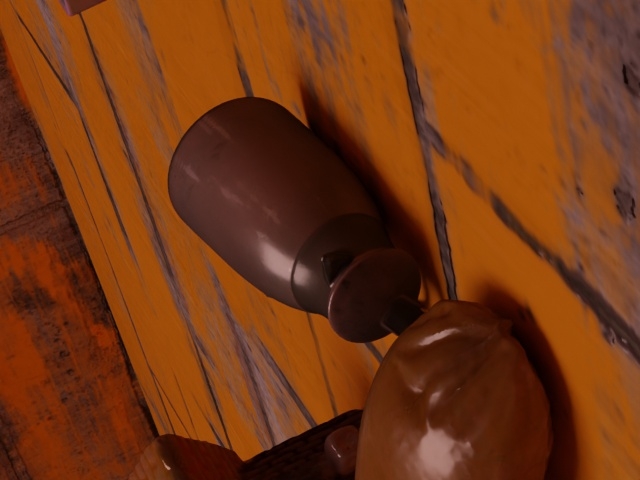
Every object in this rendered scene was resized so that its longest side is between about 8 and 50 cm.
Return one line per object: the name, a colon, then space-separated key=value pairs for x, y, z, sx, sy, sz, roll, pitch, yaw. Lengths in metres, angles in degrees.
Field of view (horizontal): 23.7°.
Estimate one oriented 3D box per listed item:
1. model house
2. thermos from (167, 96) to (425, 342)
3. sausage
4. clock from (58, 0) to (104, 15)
model house: x=-0.029 y=0.265 z=1.255 sx=0.237 sy=0.237 sz=0.202 roll=84 pitch=163 yaw=-60
thermos: x=0.000 y=0.000 z=0.987 sx=0.137 sy=0.105 sz=0.193 roll=41 pitch=180 yaw=-43
sausage: x=0.078 y=0.162 z=0.921 sx=0.354 sy=0.116 sz=0.134 roll=85 pitch=167 yaw=-48
clock: x=-0.269 y=-0.334 z=1.494 sx=0.197 sy=0.063 sz=0.150 roll=54 pitch=163 yaw=40
